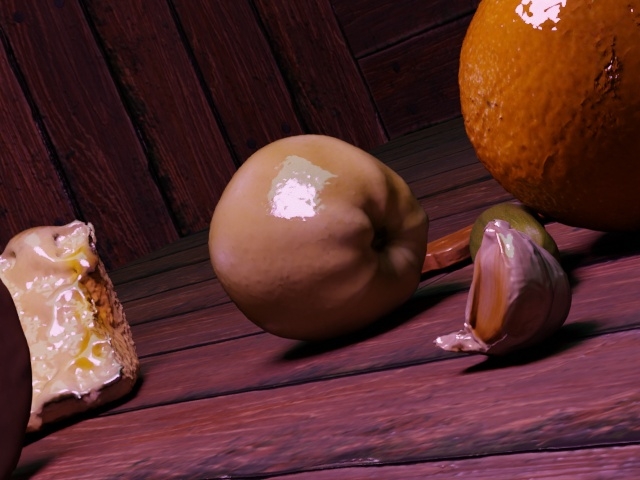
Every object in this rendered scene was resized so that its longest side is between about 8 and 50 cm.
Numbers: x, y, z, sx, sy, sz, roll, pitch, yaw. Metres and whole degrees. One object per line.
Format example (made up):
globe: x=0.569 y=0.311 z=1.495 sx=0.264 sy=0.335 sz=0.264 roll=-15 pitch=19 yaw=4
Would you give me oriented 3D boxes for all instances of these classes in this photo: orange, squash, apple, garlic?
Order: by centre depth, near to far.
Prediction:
garlic: x=0.131 y=0.038 z=1.295 sx=0.074 sy=0.094 sz=0.113 roll=17 pitch=-8 yaw=-9
squash: x=0.156 y=0.006 z=1.554 sx=0.069 sy=0.069 sz=0.258 roll=-22 pitch=4 yaw=5
orange: x=0.249 y=-0.138 z=1.555 sx=0.274 sy=0.274 sz=0.274 roll=-23 pitch=5 yaw=2
apple: x=0.000 y=0.000 z=1.694 sx=0.200 sy=0.200 sz=0.200 roll=-23 pitch=5 yaw=2

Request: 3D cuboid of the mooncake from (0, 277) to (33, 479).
mooncake: x=-0.387 y=0.117 z=1.593 sx=0.161 sy=0.290 sz=0.290 roll=-20 pitch=6 yaw=31

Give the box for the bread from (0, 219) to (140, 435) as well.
bread: x=-0.274 y=0.112 z=1.965 sx=0.174 sy=0.133 sz=0.252 roll=-26 pitch=49 yaw=1

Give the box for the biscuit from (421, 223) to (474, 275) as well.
biscuit: x=0.123 y=0.013 z=1.867 sx=0.140 sy=0.023 sz=0.118 roll=-23 pitch=5 yaw=-4

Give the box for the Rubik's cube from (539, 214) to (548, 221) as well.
Rubik's cube: x=0.279 y=-0.126 z=1.862 sx=0.162 sy=0.163 sz=0.160 roll=-24 pitch=5 yaw=-31
